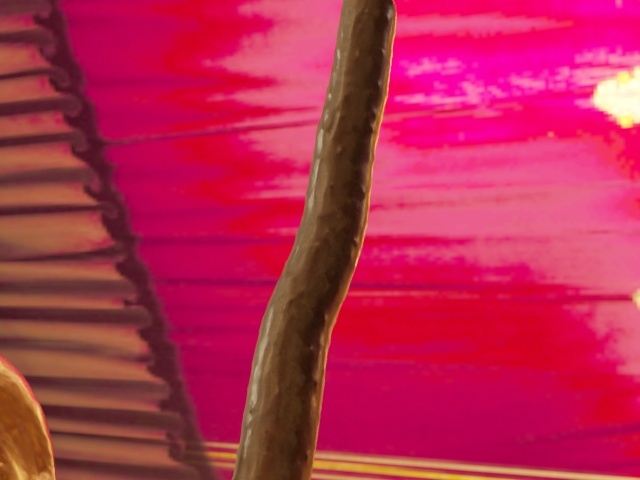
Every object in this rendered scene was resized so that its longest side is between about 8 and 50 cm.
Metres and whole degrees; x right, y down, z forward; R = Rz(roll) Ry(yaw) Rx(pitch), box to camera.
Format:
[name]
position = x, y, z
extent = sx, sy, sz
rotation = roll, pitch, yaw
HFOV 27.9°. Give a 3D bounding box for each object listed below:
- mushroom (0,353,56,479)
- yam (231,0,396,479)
[mushroom]
position = -0.287, 0.201, 0.695
extent = 0.345, 0.346, 0.259
rotation = -45, -57, -47
[yam]
position = 0.000, 0.000, 0.738
extent = 0.045, 0.045, 0.326
rotation = 44, -130, -51
